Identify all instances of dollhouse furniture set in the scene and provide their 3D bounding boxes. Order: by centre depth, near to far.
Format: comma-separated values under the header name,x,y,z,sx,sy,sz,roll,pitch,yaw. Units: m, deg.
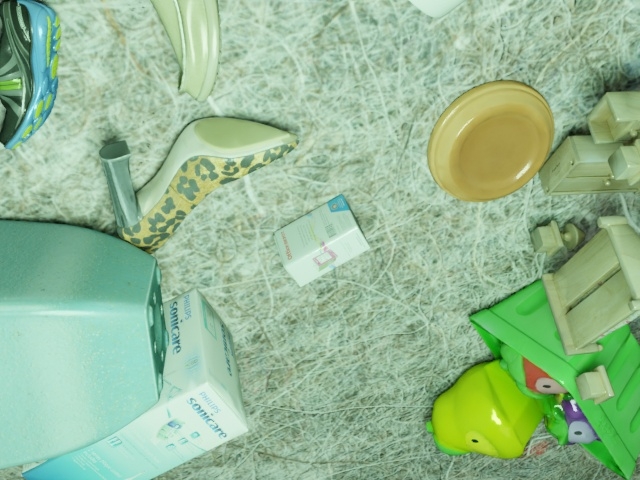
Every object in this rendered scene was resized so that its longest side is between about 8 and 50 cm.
name,x,y,z,sx,sy,sz,roll,pitch,yaw
dollhouse furniture set,0.464,0.014,1.006,0.174,0.355,0.303,-4,154,-12

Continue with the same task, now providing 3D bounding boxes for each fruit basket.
name,x,y,z,sx,sy,sz,roll,pitch,yaw
fruit basket,0.382,0.289,1.267,0.392,0.283,0.391,-12,116,-24

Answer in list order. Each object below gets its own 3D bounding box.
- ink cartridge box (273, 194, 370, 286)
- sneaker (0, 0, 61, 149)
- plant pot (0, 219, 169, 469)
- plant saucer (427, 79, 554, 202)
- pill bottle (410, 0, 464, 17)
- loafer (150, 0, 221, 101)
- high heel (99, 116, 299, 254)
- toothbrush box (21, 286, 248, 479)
name,x,y,z,sx,sy,sz,roll,pitch,yaw
ink cartridge box,0.000,0.000,1.051,0.123,0.088,0.052,-28,129,6
sneaker,-0.360,-0.197,0.844,0.078,0.067,0.188,20,121,-2
plant pot,-0.333,0.124,0.916,0.253,0.247,0.247,-3,116,-6
plant saucer,0.260,-0.139,1.057,0.200,0.037,0.199,-8,126,-11
pill bottle,0.215,-0.408,0.714,0.204,0.204,0.361,34,128,-31
loafer,-0.164,-0.292,0.805,0.092,0.102,0.268,-5,116,-10
high heel,-0.157,-0.069,0.974,0.262,0.093,0.186,-10,136,-10
toothbrush box,-0.275,0.237,1.065,0.296,0.216,0.126,-26,126,5
